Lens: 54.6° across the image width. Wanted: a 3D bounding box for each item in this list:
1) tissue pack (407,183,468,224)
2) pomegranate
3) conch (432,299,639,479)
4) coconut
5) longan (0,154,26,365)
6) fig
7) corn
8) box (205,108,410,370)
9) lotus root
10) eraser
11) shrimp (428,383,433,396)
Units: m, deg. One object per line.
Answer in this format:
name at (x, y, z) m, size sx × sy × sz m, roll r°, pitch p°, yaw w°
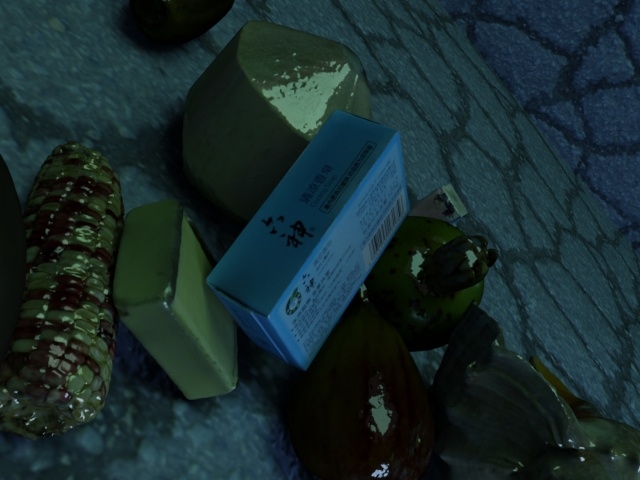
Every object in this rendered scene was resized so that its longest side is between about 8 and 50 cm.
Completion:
tissue pack at (0.216, -0.054, 1.166) m, size 0.074 × 0.094 × 0.058 m, roll 58°, pitch 31°, yaw 2°
pomegranate at (0.138, 0.052, 0.838) m, size 0.202 × 0.248 × 0.202 m, roll 7°, pitch 70°, yaw -19°
conch at (0.224, 0.224, 0.713) m, size 0.297 × 0.210 × 0.352 m, roll 54°, pitch -3°, yaw -11°
coconut at (-0.045, -0.152, 0.788) m, size 0.239 × 0.244 × 0.239 m, roll 31°, pitch 39°, yaw -30°
longan at (-0.312, 0.012, 0.309) m, size 0.300 × 0.243 × 0.300 m, roll 4°, pitch 76°, yaw -16°
fig at (0.043, 0.143, 0.699) m, size 0.170 × 0.145 × 0.274 m, roll 20°, pitch 60°, yaw -42°
corn at (-0.221, 0.026, 0.538) m, size 0.098 × 0.098 × 0.290 m, roll 27°, pitch 37°, yaw -35°
box at (0.000, 0.000, 0.639) m, size 0.083 × 0.232 × 0.143 m, roll 27°, pitch -21°, yaw 25°
lotus root at (-0.195, -0.362, 0.907) m, size 0.123 × 0.124 × 0.241 m, roll 32°, pitch 36°, yaw -13°
eraser at (-0.128, 0.059, 0.578) m, size 0.172 × 0.058 × 0.117 m, roll 72°, pitch 10°, yaw -49°
shrimp at (0.196, 0.237, 0.932) m, size 0.092 × 0.029 × 0.038 m, roll 47°, pitch 24°, yaw -20°
